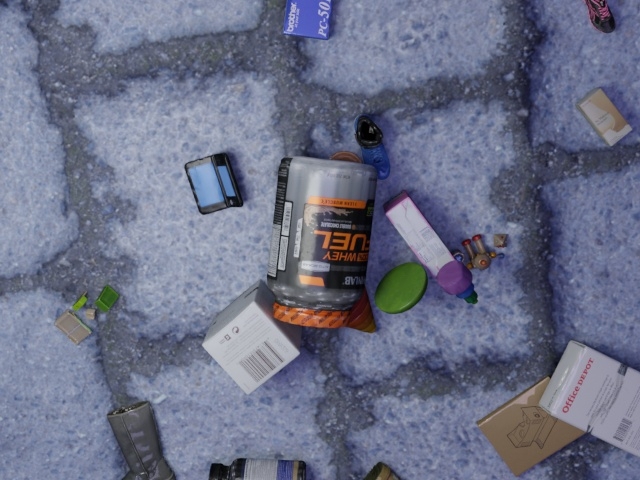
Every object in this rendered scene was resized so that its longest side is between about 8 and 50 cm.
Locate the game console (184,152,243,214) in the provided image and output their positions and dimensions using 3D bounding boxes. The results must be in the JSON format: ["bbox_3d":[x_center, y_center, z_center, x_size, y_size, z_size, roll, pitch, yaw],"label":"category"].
[{"bbox_3d":[-0.231,-0.120,1.861,0.071,0.107,0.122,-23,103,-24],"label":"game console"}]

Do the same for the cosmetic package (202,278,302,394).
[{"bbox_3d":[-0.143,0.206,1.868,0.151,0.183,0.151,-40,100,8],"label":"cosmetic package"}]

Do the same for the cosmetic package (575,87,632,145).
[{"bbox_3d":[0.604,-0.264,1.834,0.060,0.041,0.115,-41,99,9],"label":"cosmetic package"}]

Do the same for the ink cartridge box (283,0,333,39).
[{"bbox_3d":[-0.017,-0.526,1.784,0.097,0.046,0.207,8,102,0],"label":"ink cartridge box"}]

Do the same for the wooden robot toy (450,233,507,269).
[{"bbox_3d":[0.339,0.038,1.881,0.173,0.079,0.076,-27,100,5],"label":"wooden robot toy"}]

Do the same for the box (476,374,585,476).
[{"bbox_3d":[0.489,0.431,1.992,0.201,0.021,0.164,-36,99,8],"label":"box"}]

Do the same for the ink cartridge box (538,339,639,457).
[{"bbox_3d":[0.637,0.351,1.921,0.237,0.100,0.172,26,91,-6],"label":"ink cartridge box"}]

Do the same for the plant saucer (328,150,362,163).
[{"bbox_3d":[0.052,-0.153,1.878,0.084,0.013,0.083,0,101,1],"label":"plant saucer"}]

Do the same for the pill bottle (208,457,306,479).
[{"bbox_3d":[-0.144,0.564,1.975,0.219,0.123,0.122,2,102,0],"label":"pill bottle"}]

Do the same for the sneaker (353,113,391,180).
[{"bbox_3d":[0.111,-0.195,1.832,0.058,0.084,0.152,-17,101,4],"label":"sneaker"}]

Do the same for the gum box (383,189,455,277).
[{"bbox_3d":[0.216,-0.012,1.858,0.062,0.107,0.188,-36,99,8],"label":"gum box"}]

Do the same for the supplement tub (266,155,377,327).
[{"bbox_3d":[0.000,0.000,1.781,0.207,0.207,0.338,6,95,-1],"label":"supplement tub"}]

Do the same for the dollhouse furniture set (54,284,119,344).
[{"bbox_3d":[-0.528,0.163,1.946,0.152,0.058,0.076,-37,107,27],"label":"dollhouse furniture set"}]

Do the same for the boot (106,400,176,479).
[{"bbox_3d":[-0.448,0.494,1.988,0.190,0.076,0.208,-24,108,-9],"label":"boot"}]

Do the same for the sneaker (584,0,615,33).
[{"bbox_3d":[0.578,-0.483,1.781,0.047,0.057,0.119,-32,101,5],"label":"sneaker"}]

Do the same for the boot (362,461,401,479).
[{"bbox_3d":[0.178,0.681,2.015,0.269,0.089,0.236,40,100,-8],"label":"boot"}]

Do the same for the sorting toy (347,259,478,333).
[{"bbox_3d":[0.180,0.137,1.845,0.366,0.127,0.126,-16,131,36],"label":"sorting toy"}]
